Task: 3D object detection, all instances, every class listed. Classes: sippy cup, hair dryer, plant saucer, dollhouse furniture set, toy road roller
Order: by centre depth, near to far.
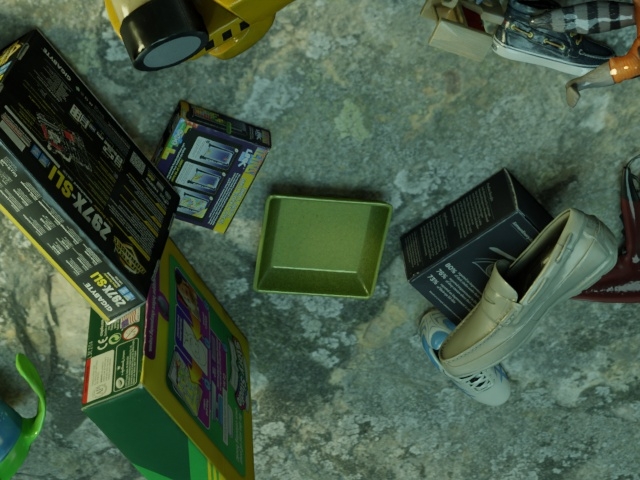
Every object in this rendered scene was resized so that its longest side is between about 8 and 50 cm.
[{"bbox_3d":[-0.106,-0.336,1.577,0.330,0.202,0.240,-28,168,15],"label":"toy road roller"},{"bbox_3d":[0.208,-0.325,1.683,0.129,0.183,0.129,15,126,-17],"label":"dollhouse furniture set"},{"bbox_3d":[0.000,0.000,2.019,0.188,0.045,0.188,4,128,-8],"label":"plant saucer"},{"bbox_3d":[0.485,-0.002,2.062,0.224,0.080,0.293,39,112,-13],"label":"hair dryer"},{"bbox_3d":[-0.602,0.274,2.088,0.240,0.305,0.224,11,132,46],"label":"sippy cup"}]

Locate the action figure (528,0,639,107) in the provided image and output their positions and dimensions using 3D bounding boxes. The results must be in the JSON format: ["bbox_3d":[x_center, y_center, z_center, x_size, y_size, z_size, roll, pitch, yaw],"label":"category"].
[{"bbox_3d":[0.443,-0.348,1.717,0.330,0.178,0.341,-13,95,-15],"label":"action figure"}]

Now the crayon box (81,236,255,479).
[{"bbox_3d":[-0.213,0.194,1.953,0.106,0.363,0.313,-23,127,13],"label":"crayon box"}]

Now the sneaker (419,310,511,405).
[{"bbox_3d":[0.237,0.207,2.185,0.085,0.086,0.237,-31,126,17],"label":"sneaker"}]

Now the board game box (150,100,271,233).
[{"bbox_3d":[-0.168,-0.103,1.919,0.141,0.048,0.170,18,126,-21],"label":"board game box"}]

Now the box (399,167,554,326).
[{"bbox_3d":[0.248,0.018,2.016,0.207,0.108,0.153,-34,124,20],"label":"box"}]

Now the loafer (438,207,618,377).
[{"bbox_3d":[0.280,0.073,1.930,0.111,0.112,0.319,37,110,-24],"label":"loafer"}]

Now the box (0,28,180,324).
[{"bbox_3d":[-0.326,-0.088,1.749,0.079,0.257,0.322,-28,117,24],"label":"box"}]

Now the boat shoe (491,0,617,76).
[{"bbox_3d":[0.328,-0.277,1.810,0.183,0.065,0.083,8,126,-12],"label":"boat shoe"}]
